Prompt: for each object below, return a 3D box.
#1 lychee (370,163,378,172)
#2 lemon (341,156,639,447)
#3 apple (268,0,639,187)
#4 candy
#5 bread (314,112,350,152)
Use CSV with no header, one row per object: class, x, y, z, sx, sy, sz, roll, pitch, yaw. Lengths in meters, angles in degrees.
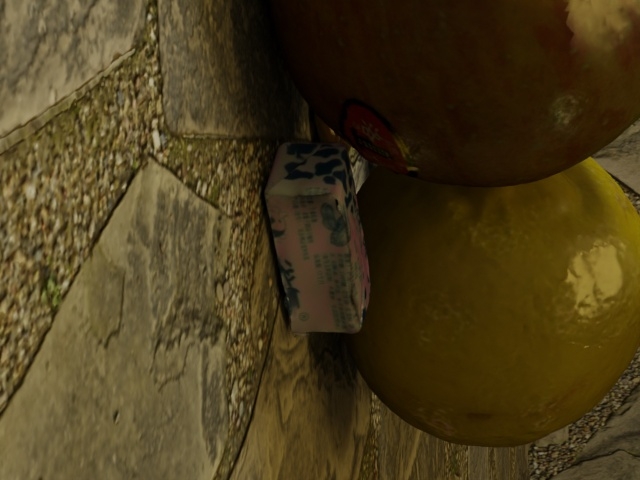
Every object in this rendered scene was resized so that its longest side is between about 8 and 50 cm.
lychee,0.183,-0.059,1.955,0.274,0.255,0.255,97,-3,-61
lemon,0.171,0.049,1.681,0.348,0.348,0.347,-3,90,-79
apple,0.141,-0.245,1.453,0.333,0.400,0.400,65,23,-43
candy,0.000,0.000,1.468,0.092,0.073,0.160,-73,157,-56
bread,0.012,-0.119,1.682,0.110,0.024,0.110,-4,90,-80
